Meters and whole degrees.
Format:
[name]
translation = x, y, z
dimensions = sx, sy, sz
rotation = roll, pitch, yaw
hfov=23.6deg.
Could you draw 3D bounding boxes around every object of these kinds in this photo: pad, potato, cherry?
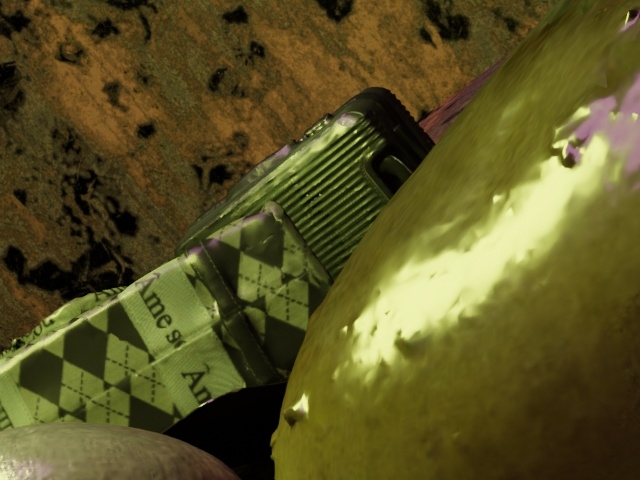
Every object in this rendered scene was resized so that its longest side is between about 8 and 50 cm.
[pad]
translation = -0.050, 0.145, 1.173
dimensions = 0.181, 0.004, 0.267
rotation = -37, -20, 30
[potato]
translation = 0.136, 0.015, 0.591
dimensions = 0.359, 0.219, 0.269
rotation = -40, 13, 20
[cherry]
translation = -0.158, 0.211, 0.998
dimensions = 0.266, 0.183, 0.213
rotation = -27, -34, 23

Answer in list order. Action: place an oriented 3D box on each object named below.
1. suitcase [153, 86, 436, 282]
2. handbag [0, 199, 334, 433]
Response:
[suitcase]
translation = 0.000, 0.000, 1.542
dimensions = 0.312, 0.202, 0.128
rotation = -37, 7, 27
[handbag]
translation = -0.155, 0.143, 1.332
dimensions = 0.416, 0.180, 0.317
rotation = -31, -9, 2
